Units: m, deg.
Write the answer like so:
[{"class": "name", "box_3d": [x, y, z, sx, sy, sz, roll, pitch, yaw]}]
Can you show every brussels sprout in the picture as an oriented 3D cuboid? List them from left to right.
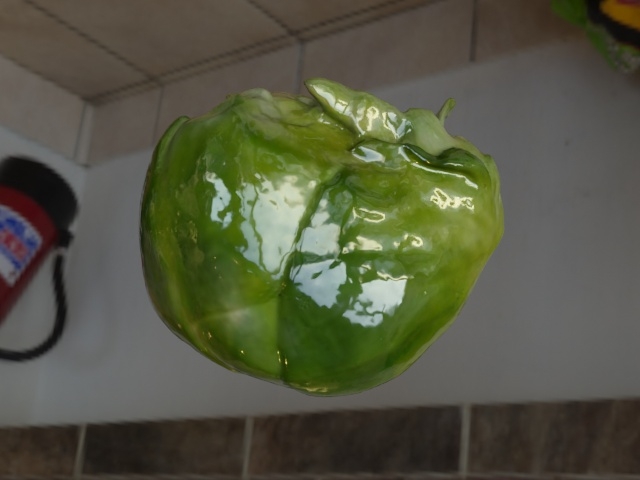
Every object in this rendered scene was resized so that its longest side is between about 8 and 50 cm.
[{"class": "brussels sprout", "box_3d": [0.000, 0.000, 1.191, 0.371, 0.314, 0.276, -7, -178, -21]}]
